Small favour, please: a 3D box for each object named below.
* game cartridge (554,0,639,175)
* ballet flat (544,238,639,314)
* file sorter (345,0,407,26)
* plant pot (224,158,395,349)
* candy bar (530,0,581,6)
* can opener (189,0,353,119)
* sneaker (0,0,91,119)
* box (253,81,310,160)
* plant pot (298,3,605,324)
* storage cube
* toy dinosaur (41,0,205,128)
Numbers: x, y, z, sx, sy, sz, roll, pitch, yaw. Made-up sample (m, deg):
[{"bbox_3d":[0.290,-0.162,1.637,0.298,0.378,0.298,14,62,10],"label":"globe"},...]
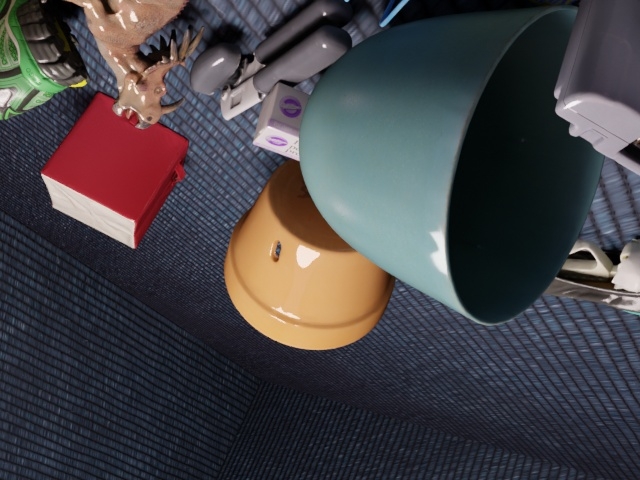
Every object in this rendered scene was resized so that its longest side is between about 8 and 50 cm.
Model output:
[{"bbox_3d":[0.330,-0.104,0.480,0.297,0.198,0.062,27,158,-7],"label":"game cartridge"},{"bbox_3d":[0.412,0.047,0.878,0.280,0.095,0.096,4,138,41],"label":"ballet flat"},{"bbox_3d":[0.026,-0.282,0.516,0.170,0.118,0.104,31,161,-13],"label":"file sorter"},{"bbox_3d":[0.000,0.000,0.991,0.291,0.291,0.203,24,142,3],"label":"plant pot"},{"bbox_3d":[0.173,-0.223,0.526,0.161,0.018,0.040,4,161,-40],"label":"candy bar"},{"bbox_3d":[-0.077,-0.224,0.774,0.095,0.076,0.283,8,169,-33],"label":"can opener"},{"bbox_3d":[-0.418,-0.273,0.829,0.343,0.146,0.134,54,173,51],"label":"sneaker"},{"bbox_3d":[0.075,-0.110,0.817,0.324,0.067,0.063,19,161,-20],"label":"box"},{"bbox_3d":[0.119,-0.090,0.642,0.235,0.293,0.293,21,161,42],"label":"plant pot"},{"bbox_3d":[-0.386,-0.127,1.188,0.215,0.193,0.183,29,157,-7],"label":"storage cube"},{"bbox_3d":[-0.206,-0.290,0.739,0.200,0.127,0.295,24,139,-27],"label":"toy dinosaur"}]
